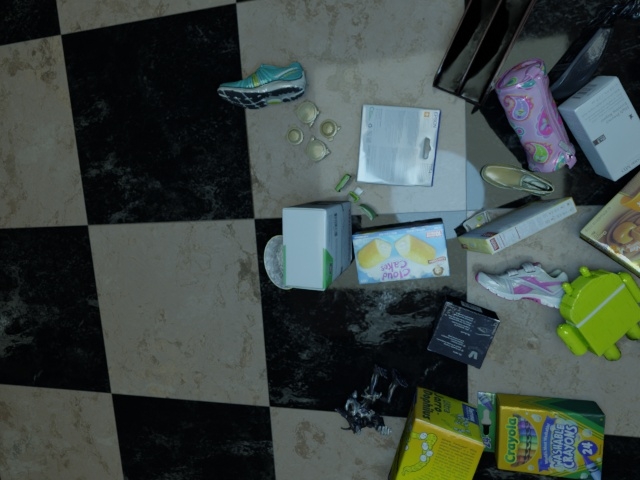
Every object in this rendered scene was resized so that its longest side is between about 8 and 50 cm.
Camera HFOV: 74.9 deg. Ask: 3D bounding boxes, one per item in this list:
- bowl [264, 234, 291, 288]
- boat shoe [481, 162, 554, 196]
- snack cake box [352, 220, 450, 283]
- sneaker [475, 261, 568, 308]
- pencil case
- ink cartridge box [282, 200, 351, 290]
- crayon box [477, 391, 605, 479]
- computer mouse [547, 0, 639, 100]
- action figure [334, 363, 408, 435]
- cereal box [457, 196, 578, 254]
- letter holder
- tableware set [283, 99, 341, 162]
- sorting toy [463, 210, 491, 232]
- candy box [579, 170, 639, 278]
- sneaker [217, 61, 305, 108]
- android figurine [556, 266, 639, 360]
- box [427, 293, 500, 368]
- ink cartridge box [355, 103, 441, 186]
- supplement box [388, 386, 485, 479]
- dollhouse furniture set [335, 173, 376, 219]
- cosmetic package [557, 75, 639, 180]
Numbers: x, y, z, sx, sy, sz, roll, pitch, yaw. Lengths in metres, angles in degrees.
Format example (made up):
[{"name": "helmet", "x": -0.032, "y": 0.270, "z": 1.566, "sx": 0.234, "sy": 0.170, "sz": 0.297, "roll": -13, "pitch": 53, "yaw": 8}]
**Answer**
[{"name": "bowl", "x": -0.093, "y": 0.063, "z": 1.319, "sx": 0.170, "sy": 0.080, "sz": 0.170, "roll": 8, "pitch": 102, "yaw": 40}, {"name": "boat shoe", "x": 0.537, "y": -0.168, "z": 1.135, "sx": 0.189, "sy": 0.072, "sz": 0.068, "roll": 15, "pitch": 102, "yaw": 12}, {"name": "snack cake box", "x": 0.238, "y": 0.037, "z": 1.237, "sx": 0.264, "sy": 0.089, "sz": 0.152, "roll": -8, "pitch": 96, "yaw": 16}, {"name": "sneaker", "x": 0.563, "y": 0.108, "z": 1.165, "sx": 0.252, "sy": 0.103, "sz": 0.111, "roll": 9, "pitch": 100, "yaw": 4}, {"name": "pencil case", "x": 0.538, "y": -0.298, "z": 1.037, "sx": 0.124, "sy": 0.124, "sz": 0.284, "roll": -31, "pitch": 118, "yaw": 17}, {"name": "ink cartridge box", "x": 0.000, "y": 0.000, "z": 1.189, "sx": 0.121, "sy": 0.289, "sz": 0.211, "roll": 3, "pitch": 99, "yaw": 17}, {"name": "crayon box", "x": 0.632, "y": 0.568, "z": 1.223, "sx": 0.322, "sy": 0.083, "sz": 0.203, "roll": 0, "pitch": 99, "yaw": 15}, {"name": "computer mouse", "x": 0.656, "y": -0.450, "z": 1.024, "sx": 0.072, "sy": 0.188, "sz": 0.272, "roll": 33, "pitch": 115, "yaw": -5}, {"name": "action figure", "x": 0.150, "y": 0.525, "z": 1.313, "sx": 0.164, "sy": 0.141, "sz": 0.276, "roll": 27, "pitch": 103, "yaw": -3}, {"name": "cereal box", "x": 0.498, "y": -0.038, "z": 1.078, "sx": 0.240, "sy": 0.173, "sz": 0.047, "roll": -26, "pitch": 94, "yaw": -2}, {"name": "letter holder", "x": 0.415, "y": -0.520, "z": 1.036, "sx": 0.152, "sy": 0.214, "sz": 0.302, "roll": 26, "pitch": 105, "yaw": 9}, {"name": "tableware set", "x": -0.027, "y": -0.333, "z": 1.282, "sx": 0.168, "sy": 0.020, "sz": 0.141, "roll": 38, "pitch": 105, "yaw": 6}, {"name": "sorting toy", "x": 0.452, "y": -0.037, "z": 1.196, "sx": 0.075, "sy": 0.045, "sz": 0.083, "roll": -20, "pitch": 94, "yaw": 24}, {"name": "candy box", "x": 0.834, "y": -0.078, "z": 1.027, "sx": 0.316, "sy": 0.087, "sz": 0.183, "roll": -50, "pitch": 62, "yaw": 12}, {"name": "sneaker", "x": -0.178, "y": -0.474, "z": 1.272, "sx": 0.275, "sy": 0.107, "sz": 0.110, "roll": -5, "pitch": 78, "yaw": 10}, {"name": "android figurine", "x": 0.739, "y": 0.188, "z": 1.106, "sx": 0.248, "sy": 0.056, "sz": 0.273, "roll": -44, "pitch": 104, "yaw": 1}, {"name": "box", "x": 0.414, "y": 0.264, "z": 1.225, "sx": 0.155, "sy": 0.093, "sz": 0.158, "roll": 20, "pitch": 102, "yaw": 10}, {"name": "ink cartridge box", "x": 0.221, "y": -0.271, "z": 1.207, "sx": 0.223, "sy": 0.045, "sz": 0.224, "roll": 5, "pitch": 101, "yaw": 2}, {"name": "supplement box", "x": 0.332, "y": 0.669, "z": 1.259, "sx": 0.195, "sy": 0.194, "sz": 0.357, "roll": 16, "pitch": 102, "yaw": 11}, {"name": "dollhouse furniture set", "x": 0.120, "y": -0.129, "z": 1.248, "sx": 0.151, "sy": 0.076, "sz": 0.059, "roll": 40, "pitch": 104, "yaw": 6}, {"name": "cosmetic package", "x": 0.705, "y": -0.273, "z": 1.030, "sx": 0.117, "sy": 0.085, "sz": 0.231, "roll": -40, "pitch": 108, "yaw": 15}]
